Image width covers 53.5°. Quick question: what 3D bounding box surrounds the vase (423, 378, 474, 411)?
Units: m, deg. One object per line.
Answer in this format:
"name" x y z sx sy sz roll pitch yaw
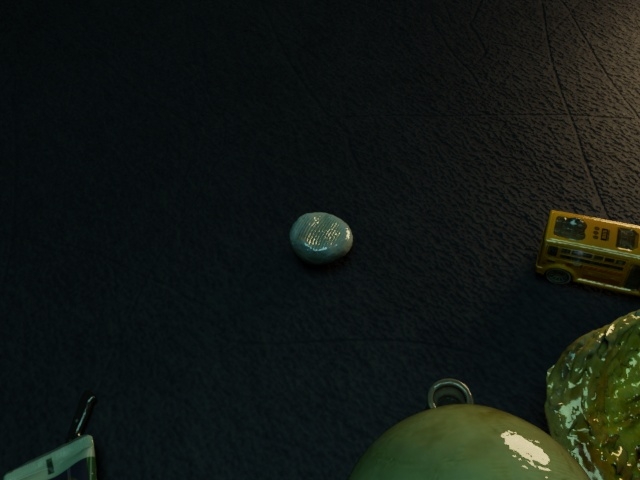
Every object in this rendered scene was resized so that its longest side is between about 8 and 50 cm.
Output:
"vase" 0.124 0.177 0.623 0.053 0.100 0.053 -3 51 4

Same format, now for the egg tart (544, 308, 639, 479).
"egg tart" 0.327 0.177 0.605 0.232 0.098 0.252 29 64 19

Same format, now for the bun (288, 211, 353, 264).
"bun" 0.000 0.000 0.817 0.083 0.045 0.083 -2 53 2

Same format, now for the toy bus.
"toy bus" 0.341 0.017 0.740 0.162 0.074 0.069 13 53 18

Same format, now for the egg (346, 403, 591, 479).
"egg" 0.109 0.274 0.477 0.218 0.218 0.295 5 68 11

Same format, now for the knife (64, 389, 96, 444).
"knife" -0.272 0.241 0.683 0.023 0.010 0.170 -2 53 13

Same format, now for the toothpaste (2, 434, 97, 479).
"toothpaste" -0.208 0.352 0.553 0.099 0.061 0.392 -24 51 -11
